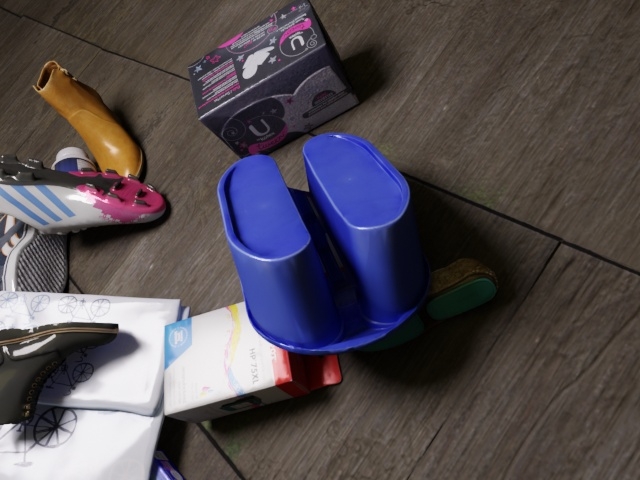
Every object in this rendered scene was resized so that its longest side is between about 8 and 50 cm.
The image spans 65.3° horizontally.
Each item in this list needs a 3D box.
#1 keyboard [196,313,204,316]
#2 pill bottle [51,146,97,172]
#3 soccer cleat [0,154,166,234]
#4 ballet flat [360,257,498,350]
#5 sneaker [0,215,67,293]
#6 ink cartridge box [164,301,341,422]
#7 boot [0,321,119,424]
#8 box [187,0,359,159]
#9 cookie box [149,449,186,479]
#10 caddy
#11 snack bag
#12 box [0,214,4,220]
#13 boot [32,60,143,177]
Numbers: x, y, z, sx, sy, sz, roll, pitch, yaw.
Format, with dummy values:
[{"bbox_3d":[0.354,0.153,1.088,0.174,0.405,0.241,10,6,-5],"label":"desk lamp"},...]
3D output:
[{"bbox_3d":[-0.246,0.205,0.807,0.180,0.023,0.108,-33,48,9],"label":"keyboard"},{"bbox_3d":[-0.537,-0.128,1.094,0.094,0.094,0.169,-35,51,7],"label":"pill bottle"},{"bbox_3d":[-0.475,-0.068,0.977,0.332,0.143,0.116,11,32,-11],"label":"soccer cleat"},{"bbox_3d":[0.129,0.083,0.659,0.206,0.073,0.067,-23,28,12],"label":"ballet flat"},{"bbox_3d":[-0.605,0.041,1.023,0.128,0.126,0.321,-26,44,8],"label":"sneaker"},{"bbox_3d":[-0.099,0.160,0.704,0.231,0.078,0.134,-18,57,9],"label":"ink cartridge box"},{"bbox_3d":[-0.390,0.190,0.714,0.198,0.077,0.136,-8,78,-6],"label":"boot"},{"bbox_3d":[-0.082,-0.274,0.892,0.248,0.163,0.142,-25,59,14],"label":"box"},{"bbox_3d":[-0.245,0.369,0.705,0.092,0.040,0.107,31,80,36],"label":"cookie box"},{"bbox_3d":[0.000,0.000,0.668,0.242,0.179,0.341,-17,35,-6],"label":"caddy"},{"bbox_3d":[-0.384,0.239,0.735,0.324,0.037,0.342,4,62,5],"label":"snack bag"},{"bbox_3d":[-0.897,-0.050,1.227,0.181,0.119,0.181,-39,52,4],"label":"box"},{"bbox_3d":[-0.505,-0.248,1.070,0.104,0.211,0.295,-38,53,6],"label":"boot"}]
